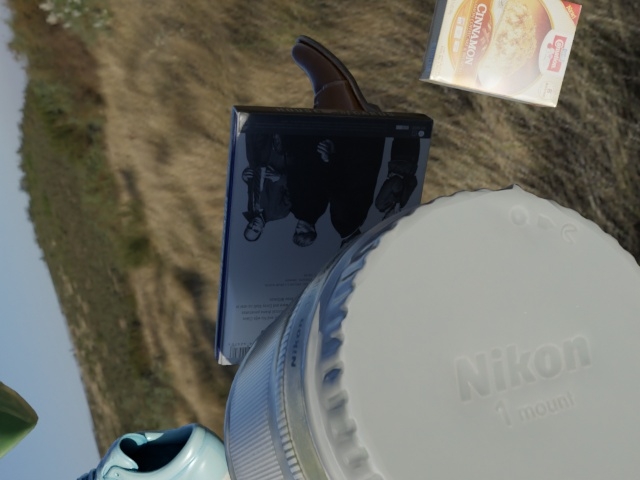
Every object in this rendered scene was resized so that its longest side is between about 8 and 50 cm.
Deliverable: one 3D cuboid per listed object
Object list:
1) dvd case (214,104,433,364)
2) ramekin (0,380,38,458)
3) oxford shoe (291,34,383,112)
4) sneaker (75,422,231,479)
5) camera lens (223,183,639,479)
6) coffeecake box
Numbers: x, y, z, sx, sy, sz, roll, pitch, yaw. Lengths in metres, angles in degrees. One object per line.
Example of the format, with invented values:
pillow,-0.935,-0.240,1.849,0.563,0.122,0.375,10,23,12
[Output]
dvd case,0.000,0.000,0.777,0.029,0.179,0.239,-126,39,-61
ramekin,-0.323,0.123,0.450,0.148,0.303,0.303,58,166,-4
oxford shoe,0.015,-0.167,1.044,0.212,0.076,0.076,55,179,24
sneaker,-0.317,0.372,1.381,0.135,0.366,0.150,-93,-21,-60
camera lens,0.065,0.110,0.547,0.274,0.219,0.219,130,123,-64
coffeecake box,0.246,-0.273,1.182,0.068,0.185,0.142,-125,46,-77
